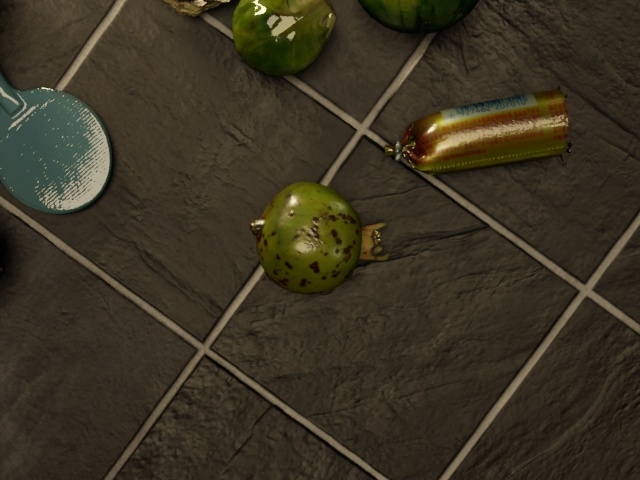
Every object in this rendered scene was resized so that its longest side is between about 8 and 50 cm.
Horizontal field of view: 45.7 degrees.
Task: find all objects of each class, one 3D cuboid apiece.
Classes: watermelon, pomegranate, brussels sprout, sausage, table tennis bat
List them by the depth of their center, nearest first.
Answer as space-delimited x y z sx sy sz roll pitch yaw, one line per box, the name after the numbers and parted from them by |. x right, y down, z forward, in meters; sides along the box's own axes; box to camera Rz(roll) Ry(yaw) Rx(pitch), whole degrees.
0.164 -0.467 1.259 0.243 0.242 0.242 0 92 2 | watermelon
0.001 -0.011 1.317 0.246 0.198 0.198 -26 90 -33 | pomegranate
-0.062 -0.370 1.322 0.181 0.144 0.161 -17 56 14 | brussels sprout
0.269 -0.175 1.324 0.318 0.117 0.125 -10 76 4 | sausage
-0.520 -0.196 1.393 0.215 0.044 0.329 -39 92 4 | table tennis bat

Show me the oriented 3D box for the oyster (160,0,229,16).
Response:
-0.188 -0.463 1.357 0.209 0.072 0.132 -37 76 -6 | oyster

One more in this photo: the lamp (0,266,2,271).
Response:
-0.676 0.031 1.317 0.227 0.227 0.226 0 92 2 | lamp
